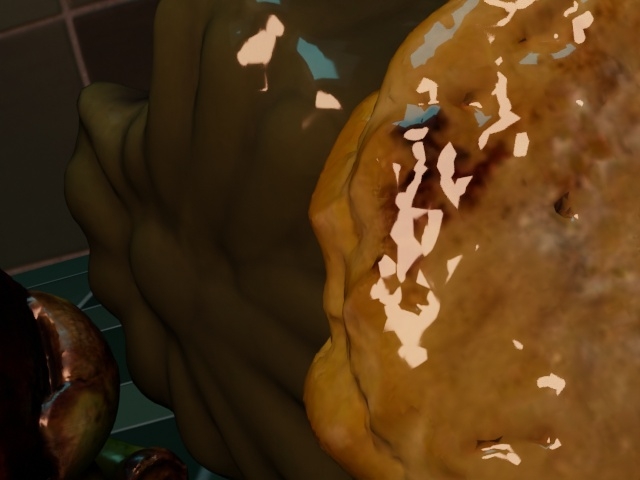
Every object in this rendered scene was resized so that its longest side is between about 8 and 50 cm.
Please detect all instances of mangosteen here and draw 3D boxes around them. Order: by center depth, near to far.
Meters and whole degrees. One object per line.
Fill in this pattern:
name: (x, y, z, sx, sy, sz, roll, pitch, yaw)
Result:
mangosteen: (-0.265, 0.106, 1.107, 0.311, 0.311, 0.311, -16, 8, 2)

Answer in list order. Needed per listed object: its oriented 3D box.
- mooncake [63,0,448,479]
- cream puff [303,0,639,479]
mooncake: (0.000, 0.000, 1.122, 0.187, 0.351, 0.351, -25, 12, -35)
cream puff: (0.153, 0.029, 0.867, 0.324, 0.291, 0.257, -36, -13, -5)
